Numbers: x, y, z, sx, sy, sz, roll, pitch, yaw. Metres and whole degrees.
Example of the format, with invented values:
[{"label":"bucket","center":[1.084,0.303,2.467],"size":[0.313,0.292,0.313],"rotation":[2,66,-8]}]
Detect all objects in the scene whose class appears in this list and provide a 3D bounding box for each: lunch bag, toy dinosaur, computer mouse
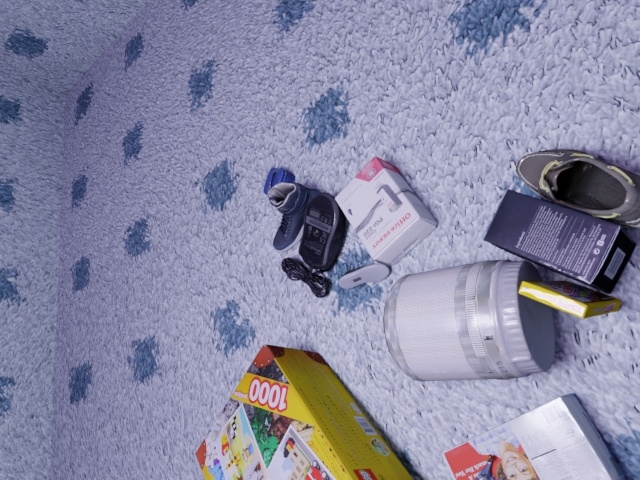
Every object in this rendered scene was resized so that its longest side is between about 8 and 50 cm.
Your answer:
[{"label":"lunch bag","center":[-0.127,-0.175,1.491],"size":[0.067,0.065,0.098],"rotation":[19,93,42]},{"label":"toy dinosaur","center":[0.286,0.424,0.886],"size":[0.090,0.047,0.082],"rotation":[-15,52,49]},{"label":"computer mouse","center":[0.000,0.000,1.343],"size":[0.189,0.072,0.272],"rotation":[32,113,39]}]

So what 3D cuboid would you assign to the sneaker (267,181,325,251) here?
[{"label":"sneaker","center":[-0.103,-0.068,1.382],"size":[0.226,0.164,0.086],"rotation":[-52,53,21]}]

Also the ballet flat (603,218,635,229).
[{"label":"ballet flat","center":[0.529,-0.059,0.914],"size":[0.041,0.041,0.114],"rotation":[-54,51,17]}]

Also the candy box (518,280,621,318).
[{"label":"candy box","center":[0.431,0.097,0.847],"size":[0.105,0.206,0.027],"rotation":[21,102,42]}]

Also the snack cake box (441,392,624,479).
[{"label":"snack cake box","center":[0.374,0.406,0.899],"size":[0.264,0.089,0.152],"rotation":[-39,58,27]}]

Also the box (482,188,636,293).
[{"label":"box","center":[0.434,0.001,0.905],"size":[0.207,0.153,0.108],"rotation":[29,99,41]}]

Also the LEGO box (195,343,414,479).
[{"label":"LEGO box","center":[-0.044,0.541,1.112],"size":[0.372,0.193,0.500],"rotation":[-59,42,11]}]

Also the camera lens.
[{"label":"camera lens","center":[0.278,0.157,0.956],"size":[0.275,0.220,0.219],"rotation":[-15,70,38]}]

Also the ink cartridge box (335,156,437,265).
[{"label":"ink cartridge box","center":[0.155,-0.071,1.206],"size":[0.158,0.092,0.217],"rotation":[-46,56,23]}]

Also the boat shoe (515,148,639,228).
[{"label":"boat shoe","center":[0.463,-0.110,0.899],"size":[0.305,0.091,0.109],"rotation":[46,121,59]}]

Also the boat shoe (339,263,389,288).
[{"label":"boat shoe","center":[0.108,0.082,1.239],"size":[0.142,0.049,0.040],"rotation":[-20,28,31]}]
